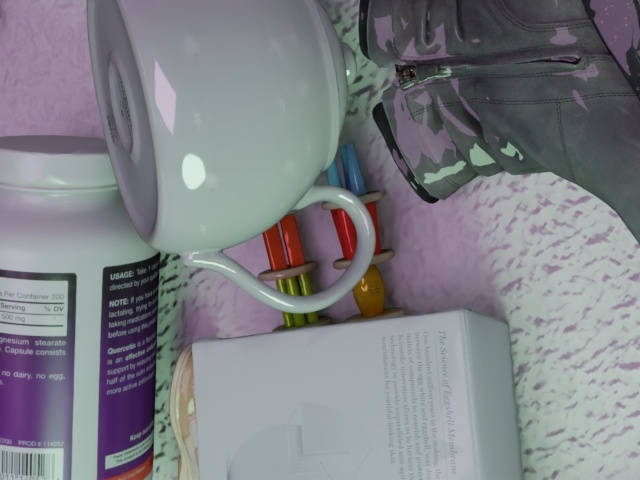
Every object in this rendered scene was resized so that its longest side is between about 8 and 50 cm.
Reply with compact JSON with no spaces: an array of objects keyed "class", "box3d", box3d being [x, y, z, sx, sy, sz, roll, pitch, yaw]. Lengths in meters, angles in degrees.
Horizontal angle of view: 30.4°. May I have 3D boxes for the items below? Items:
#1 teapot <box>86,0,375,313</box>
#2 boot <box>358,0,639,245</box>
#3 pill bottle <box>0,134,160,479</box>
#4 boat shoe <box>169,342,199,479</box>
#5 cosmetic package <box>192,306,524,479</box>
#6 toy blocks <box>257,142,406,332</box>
[{"class":"teapot","box3d":[-0.060,-0.111,0.887,0.252,0.187,0.256,-121,27,-45]},{"class":"boot","box3d":[0.168,-0.067,0.867,0.222,0.118,0.338,-22,79,29]},{"class":"pill bottle","box3d":[-0.233,0.076,1.028,0.181,0.181,0.323,9,102,23]},{"class":"boat shoe","box3d":[-0.095,0.173,1.051,0.059,0.063,0.170,5,111,22]},{"class":"cosmetic package","box3d":[0.035,0.179,0.911,0.224,0.138,0.224,-8,78,23]},{"class":"toy blocks","box3d":[0.000,0.000,0.977,0.123,0.054,0.148,-9,94,27]}]
